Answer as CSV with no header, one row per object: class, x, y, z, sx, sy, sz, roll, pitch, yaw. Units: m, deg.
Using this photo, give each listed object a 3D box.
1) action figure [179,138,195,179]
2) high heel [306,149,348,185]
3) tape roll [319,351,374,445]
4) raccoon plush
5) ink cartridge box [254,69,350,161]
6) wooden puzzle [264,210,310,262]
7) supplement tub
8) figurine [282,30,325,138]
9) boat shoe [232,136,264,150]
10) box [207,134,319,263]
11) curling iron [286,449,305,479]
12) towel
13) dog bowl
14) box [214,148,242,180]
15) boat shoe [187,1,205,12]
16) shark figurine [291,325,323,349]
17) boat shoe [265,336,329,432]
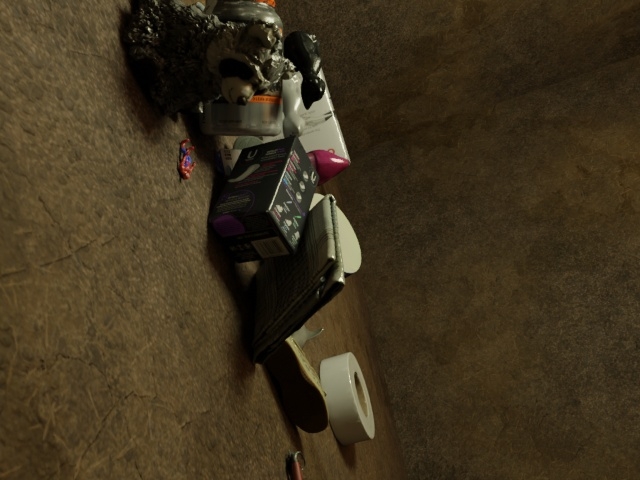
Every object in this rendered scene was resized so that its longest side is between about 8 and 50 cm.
action figure,-0.283,-0.169,1.250,0.038,0.030,0.115,69,10,-47
high heel,-0.064,-0.179,1.706,0.377,0.181,0.127,179,-91,-70
tape roll,0.088,0.513,1.916,0.286,0.100,0.286,-18,90,-80
raccoon plush,-0.239,-0.465,1.217,0.216,0.299,0.447,12,61,-79
ink cartridge box,-0.090,-0.406,2.013,0.166,0.285,0.395,-15,88,-81
wooden puzzle,-0.073,0.062,1.504,0.044,0.221,0.239,29,28,-24
supplement tub,-0.193,-0.424,1.422,0.207,0.207,0.338,-53,144,-79
figurine,-0.057,-0.371,1.469,0.215,0.092,0.210,124,-38,-47
boat shoe,-0.178,-0.135,1.594,0.103,0.118,0.321,-48,-125,57
box,-0.125,-0.099,1.386,0.143,0.165,0.270,59,33,-38
curling iron,-0.031,0.592,1.272,0.068,0.035,0.274,53,21,-63
towel,-0.065,0.079,1.340,0.056,0.312,0.324,32,29,-25
dog bowl,0.000,0.000,1.704,0.265,0.104,0.265,40,32,-32
box,-0.209,-0.196,1.526,0.028,0.136,0.081,-45,-127,54
boat shoe,-0.288,-0.481,1.568,0.306,0.104,0.113,49,32,-51
shark figurine,-0.053,0.226,1.604,0.278,0.116,0.166,-94,165,-50
boat shoe,-0.052,0.333,1.421,0.089,0.104,0.285,-72,142,-70
